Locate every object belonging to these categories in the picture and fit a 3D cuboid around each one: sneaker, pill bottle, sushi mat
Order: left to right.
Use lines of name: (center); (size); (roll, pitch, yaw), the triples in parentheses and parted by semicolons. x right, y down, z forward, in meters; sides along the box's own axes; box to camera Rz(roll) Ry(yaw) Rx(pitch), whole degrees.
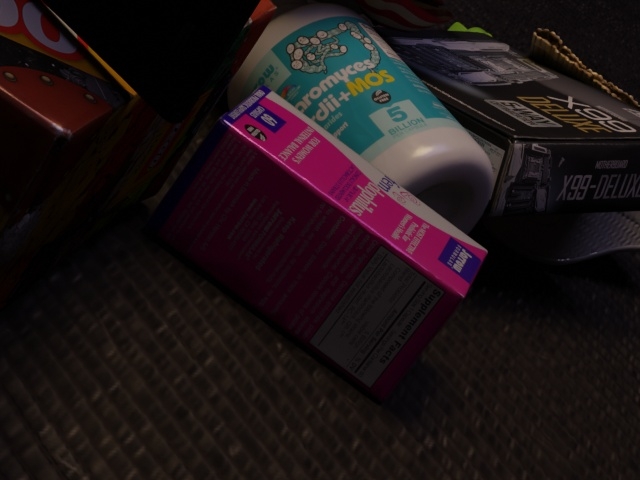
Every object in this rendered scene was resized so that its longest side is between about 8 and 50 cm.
pill bottle: (0.017, -0.101, 1.410); (0.146, 0.146, 0.264); (6, 37, -48)
sneaker: (0.233, -0.042, 1.675); (0.256, 0.094, 0.151); (4, 18, -32)
sushi mat: (0.275, -0.128, 1.756); (0.151, 0.019, 0.316); (42, -7, 10)

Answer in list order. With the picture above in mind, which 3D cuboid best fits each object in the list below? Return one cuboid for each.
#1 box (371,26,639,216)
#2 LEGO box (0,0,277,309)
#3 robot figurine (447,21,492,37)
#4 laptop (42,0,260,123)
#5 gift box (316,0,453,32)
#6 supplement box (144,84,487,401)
box: (0.156, -0.116, 1.553); (0.242, 0.076, 0.307); (-3, 26, -38)
LEGO box: (-0.326, -0.186, 1.062); (0.500, 0.193, 0.372); (36, 24, 2)
robot figurine: (0.184, -0.196, 1.894); (0.115, 0.067, 0.101); (44, -4, 20)
laptop: (-0.060, -0.346, 0.991); (0.408, 0.382, 0.236); (44, 26, 19)
gift box: (0.033, -0.330, 1.488); (0.255, 0.258, 0.276); (17, -14, -36)
supplement box: (0.000, 0.000, 1.247); (0.220, 0.114, 0.111); (37, 23, 0)
